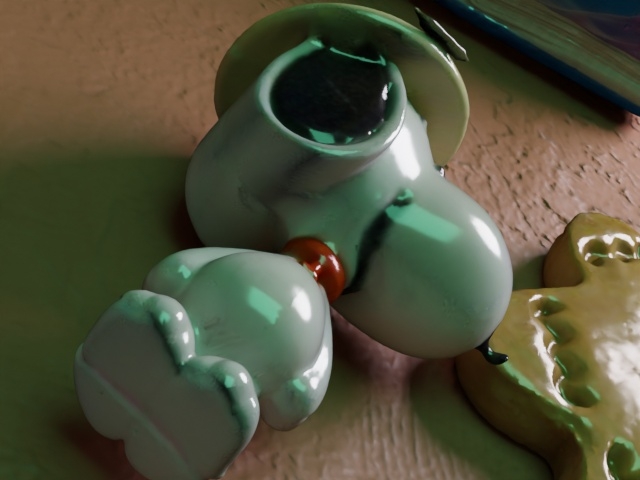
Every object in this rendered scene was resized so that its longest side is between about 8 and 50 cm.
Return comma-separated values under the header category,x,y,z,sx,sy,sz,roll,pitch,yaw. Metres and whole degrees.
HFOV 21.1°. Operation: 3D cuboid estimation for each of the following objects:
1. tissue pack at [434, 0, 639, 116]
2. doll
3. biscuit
category,x,y,z,sx,sy,sz,roll,pitch,yaw
tissue pack,0.158,-0.231,1.154,0.263,0.146,0.198,29,41,-10
doll,-0.017,-0.012,0.819,0.271,0.144,0.208,-16,67,-45
biscuit,0.240,0.094,0.977,0.355,0.052,0.275,-3,54,-37
